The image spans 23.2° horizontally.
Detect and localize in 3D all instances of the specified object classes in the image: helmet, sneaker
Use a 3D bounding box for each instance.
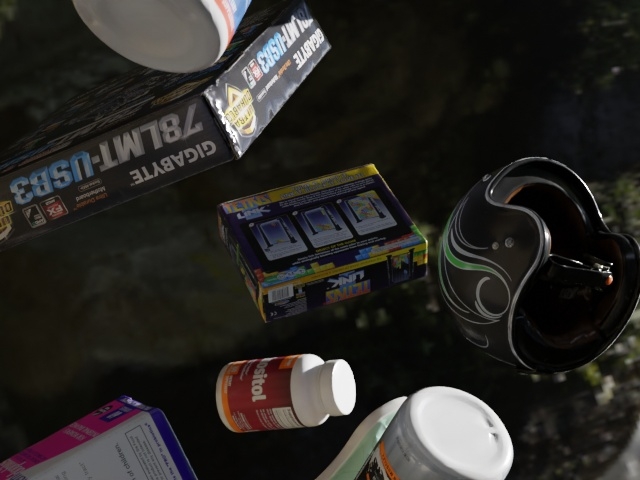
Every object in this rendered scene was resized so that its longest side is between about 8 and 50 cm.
[{"bbox_3d":[0.180,0.020,1.339,0.161,0.169,0.169,-130,-138,-55],"label":"helmet"},{"bbox_3d":[0.088,0.334,2.100,0.151,0.256,0.094,30,-31,24],"label":"sneaker"}]

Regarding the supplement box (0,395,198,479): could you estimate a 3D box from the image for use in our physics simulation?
[{"bbox_3d":[-0.216,0.229,1.266,0.114,0.220,0.111,64,-21,-11],"label":"supplement box"}]

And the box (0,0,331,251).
[{"bbox_3d":[-0.163,-0.106,1.421,0.295,0.293,0.073,-21,-72,23],"label":"box"}]

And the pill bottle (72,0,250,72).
[{"bbox_3d":[-0.087,-0.244,1.162,0.124,0.124,0.221,-22,-142,53],"label":"pill bottle"}]

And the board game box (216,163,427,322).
[{"bbox_3d":[0.000,0.000,1.526,0.141,0.170,0.048,-121,-159,-48],"label":"board game box"}]

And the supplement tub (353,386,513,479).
[{"bbox_3d":[0.092,0.238,1.469,0.117,0.117,0.190,53,-46,30],"label":"supplement tub"}]

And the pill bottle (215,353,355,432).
[{"bbox_3d":[-0.040,0.179,1.838,0.152,0.086,0.086,-8,-87,25],"label":"pill bottle"}]
